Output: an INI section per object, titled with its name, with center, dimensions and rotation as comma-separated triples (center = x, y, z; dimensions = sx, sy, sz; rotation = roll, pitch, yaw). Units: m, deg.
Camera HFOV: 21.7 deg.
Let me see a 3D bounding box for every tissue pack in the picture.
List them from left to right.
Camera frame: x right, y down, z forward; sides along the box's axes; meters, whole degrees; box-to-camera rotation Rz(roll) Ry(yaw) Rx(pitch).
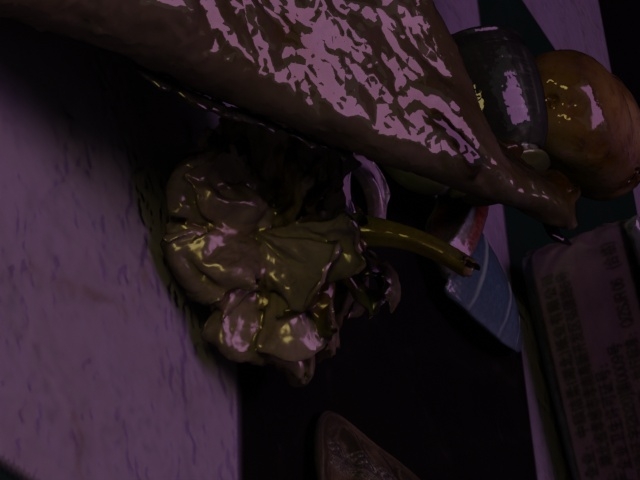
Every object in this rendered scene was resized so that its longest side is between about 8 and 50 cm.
[tissue pack]
center = 0.256, 0.181, 1.131
dimensions = 0.259, 0.122, 0.361
rotation = 24, 52, -57

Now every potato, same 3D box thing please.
[potato]
center = 0.199, -0.087, 1.268
dimensions = 0.170, 0.080, 0.107
rotation = 22, 44, -65

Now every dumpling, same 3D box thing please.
[dumpling]
center = -0.026, -0.106, 0.668
dimensions = 0.332, 0.086, 0.166
rotation = 23, 23, -38

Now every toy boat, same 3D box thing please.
[toy boat]
center = 0.102, 0.032, 1.009
dimensions = 0.122, 0.034, 0.096
rotation = 61, 30, -26

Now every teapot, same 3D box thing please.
[teapot]
center = 0.078, -0.061, 0.966
dimensions = 0.092, 0.124, 0.091
rotation = 96, -27, -63

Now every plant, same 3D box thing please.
[plant]
center = 0.000, 0.000, 0.696
dimensions = 0.116, 0.122, 0.104
rotation = 62, 35, -36

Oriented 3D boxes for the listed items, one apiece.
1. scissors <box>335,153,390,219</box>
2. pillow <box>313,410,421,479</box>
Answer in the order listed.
[scissors]
center = -0.010, -0.037, 0.832
dimensions = 0.189, 0.015, 0.100
rotation = -19, 92, -67
[pillow]
center = 0.038, 0.175, 0.724
dimensions = 0.130, 0.033, 0.217
rotation = 43, 27, -29
